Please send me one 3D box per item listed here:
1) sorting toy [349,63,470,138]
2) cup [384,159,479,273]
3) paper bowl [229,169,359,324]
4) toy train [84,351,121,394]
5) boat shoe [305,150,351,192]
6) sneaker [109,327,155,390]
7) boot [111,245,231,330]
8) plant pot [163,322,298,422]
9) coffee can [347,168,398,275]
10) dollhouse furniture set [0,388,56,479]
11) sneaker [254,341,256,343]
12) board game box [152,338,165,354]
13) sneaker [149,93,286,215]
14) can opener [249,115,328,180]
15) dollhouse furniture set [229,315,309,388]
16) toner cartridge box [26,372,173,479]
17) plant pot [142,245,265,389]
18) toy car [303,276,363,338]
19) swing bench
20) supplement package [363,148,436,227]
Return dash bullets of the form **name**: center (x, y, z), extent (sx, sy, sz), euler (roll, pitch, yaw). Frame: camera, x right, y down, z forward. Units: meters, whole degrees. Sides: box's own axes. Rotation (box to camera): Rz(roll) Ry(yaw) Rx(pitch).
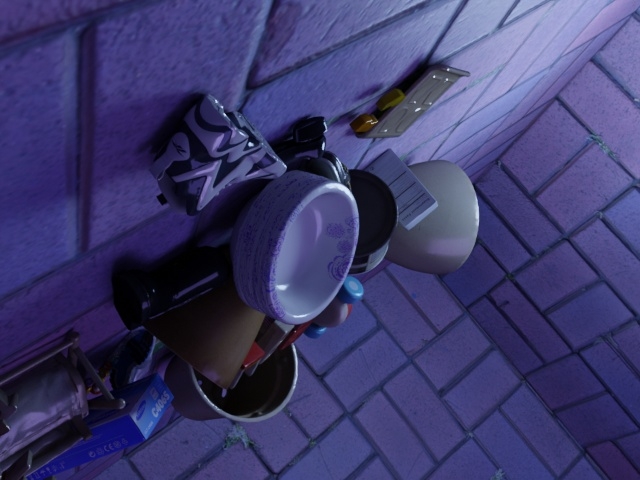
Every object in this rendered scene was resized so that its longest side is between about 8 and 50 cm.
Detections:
- **sorting toy**: center (0.171, -0.284, 1.447), extent (0.229, 0.041, 0.307), euler (-39, 171, 25)
- **cup**: center (0.241, -0.062, 1.994), extent (0.237, 0.331, 0.331), euler (-2, 150, -31)
- **paper bowl**: center (-0.060, 0.006, 1.368), extent (0.284, 0.148, 0.284), euler (-31, 131, -44)
- **toy train**: center (-0.514, 0.325, 1.641), extent (0.166, 0.046, 0.125), euler (-38, 170, -6)
- **boat shoe**: center (0.022, -0.126, 1.471), extent (0.068, 0.081, 0.227), euler (-56, 163, -19)
- **sneaker**: center (-0.411, 0.262, 1.620), extent (0.083, 0.071, 0.190), euler (-23, 152, -57)
- **boot**: center (-0.259, 0.068, 1.273), extent (0.207, 0.094, 0.246), euler (-31, 174, -23)
- **plant pot**: center (-0.284, 0.371, 2.018), extent (0.334, 0.334, 0.305), euler (-30, 178, -42)
- **coffee can**: center (0.074, -0.034, 1.707), extent (0.201, 0.201, 0.275), euler (-38, 170, -6)
- **dollhouse furniture set**: center (-0.504, 0.283, 0.984), extent (0.135, 0.262, 0.259), euler (-36, -159, -7)
- **sneaker**: center (-0.221, 0.245, 1.839), extent (0.094, 0.208, 0.081), euler (-57, -149, 9)
- **board game box**: center (-0.354, 0.212, 1.766), extent (0.260, 0.030, 0.136), euler (-34, 171, -26)
- **sneaker**: center (-0.147, -0.097, 0.970), extent (0.153, 0.094, 0.235), euler (-39, 170, 9)
- **can opener**: center (-0.064, -0.147, 1.192), extent (0.186, 0.073, 0.059), euler (-31, -154, -26)
- **dollhouse furniture set**: center (-0.157, 0.179, 1.739), extent (0.152, 0.201, 0.374), euler (-51, 169, 23)
- **toner cartridge box**: center (-0.505, 0.412, 1.557), extent (0.348, 0.075, 0.165), euler (-24, -165, 17)
- **plant pot**: center (-0.208, 0.139, 1.489), extent (0.254, 0.237, 0.237), euler (-51, 172, -11)
- **toy car**: center (0.026, 0.110, 1.996), extent (0.219, 0.210, 0.238), euler (-48, 177, 38)
- **swing bench**: center (-0.533, 0.329, 1.288), extent (0.253, 0.165, 0.255), euler (-30, 172, -42)
- **supplement package**: center (0.200, -0.127, 1.810), extent (0.105, 0.179, 0.105), euler (-40, 170, 6)
